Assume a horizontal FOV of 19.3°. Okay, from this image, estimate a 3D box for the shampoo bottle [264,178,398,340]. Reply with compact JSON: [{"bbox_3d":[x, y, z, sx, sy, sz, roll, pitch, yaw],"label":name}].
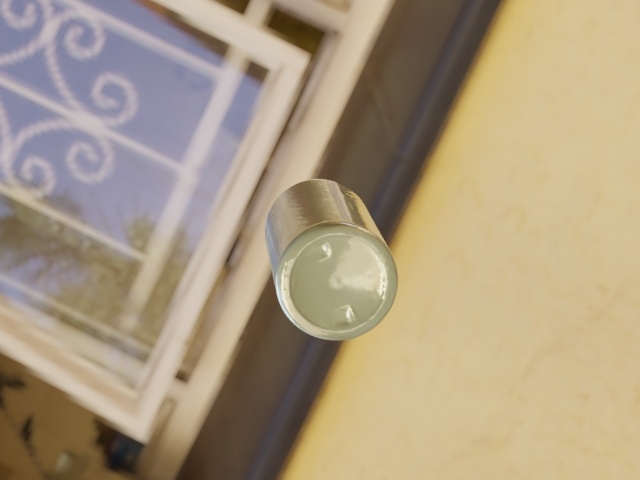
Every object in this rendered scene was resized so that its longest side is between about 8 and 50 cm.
[{"bbox_3d":[0.000,0.000,0.917,0.195,0.056,0.056,-112,46,-77],"label":"shampoo bottle"}]
